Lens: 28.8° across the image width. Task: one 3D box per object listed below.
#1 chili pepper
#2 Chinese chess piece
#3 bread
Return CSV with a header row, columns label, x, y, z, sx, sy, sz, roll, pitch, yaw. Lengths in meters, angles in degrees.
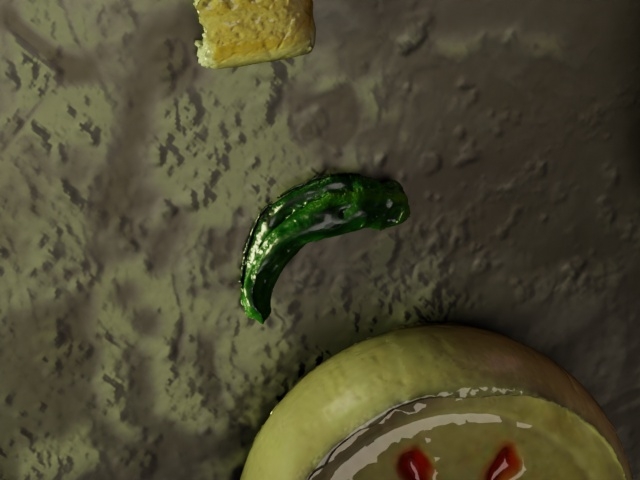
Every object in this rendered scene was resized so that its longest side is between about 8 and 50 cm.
label,x,y,z,sx,sy,sz,roll,pitch,yaw
chili pepper,-0.005,-0.005,0.718,0.118,0.035,0.055,-36,97,-4
Chinese chess piece,0.070,0.174,0.766,0.249,0.103,0.250,-4,109,-12
bread,-0.036,-0.134,0.665,0.070,0.035,0.083,-14,118,-9
